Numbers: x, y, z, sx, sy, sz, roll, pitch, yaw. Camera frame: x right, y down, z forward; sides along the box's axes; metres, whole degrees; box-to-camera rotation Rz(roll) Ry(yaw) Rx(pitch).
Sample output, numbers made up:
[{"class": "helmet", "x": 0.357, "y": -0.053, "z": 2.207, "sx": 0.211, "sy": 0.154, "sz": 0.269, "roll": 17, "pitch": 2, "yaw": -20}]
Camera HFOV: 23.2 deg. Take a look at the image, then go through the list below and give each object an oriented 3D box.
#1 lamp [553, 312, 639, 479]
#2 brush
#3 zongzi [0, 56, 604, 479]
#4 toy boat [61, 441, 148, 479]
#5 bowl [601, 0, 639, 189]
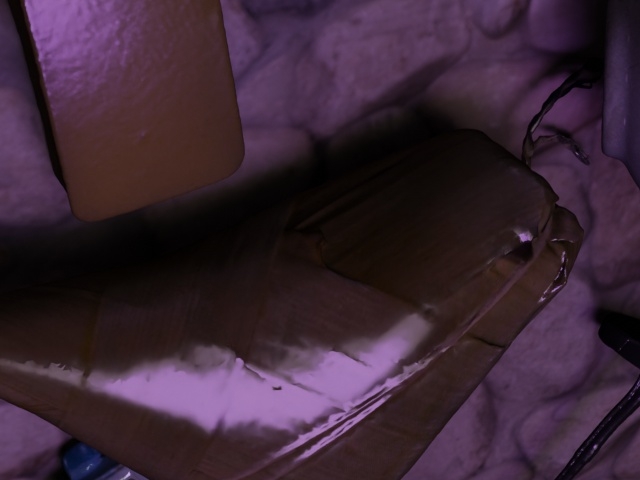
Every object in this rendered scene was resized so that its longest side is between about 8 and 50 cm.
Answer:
[{"class": "lamp", "x": 0.184, "y": 0.197, "z": 1.371, "sx": 0.130, "sy": 0.108, "sz": 0.371, "roll": 13, "pitch": 129, "yaw": -46}, {"class": "brush", "x": -0.124, "y": -0.115, "z": 0.990, "sx": 0.123, "sy": 0.059, "sz": 0.197, "roll": -21, "pitch": 129, "yaw": -17}, {"class": "zongzi", "x": 0.000, "y": 0.000, "z": 1.061, "sx": 0.418, "sy": 0.181, "sz": 0.447, "roll": 34, "pitch": 99, "yaw": -39}, {"class": "toy boat", "x": -0.123, "y": 0.242, "z": 1.200, "sx": 0.088, "sy": 0.102, "sz": 0.215, "roll": -34, "pitch": 131, "yaw": -1}, {"class": "bowl", "x": 0.274, "y": -0.114, "z": 1.104, "sx": 0.146, "sy": 0.313, "sz": 0.313, "roll": 3, "pitch": 127, "yaw": 13}]
